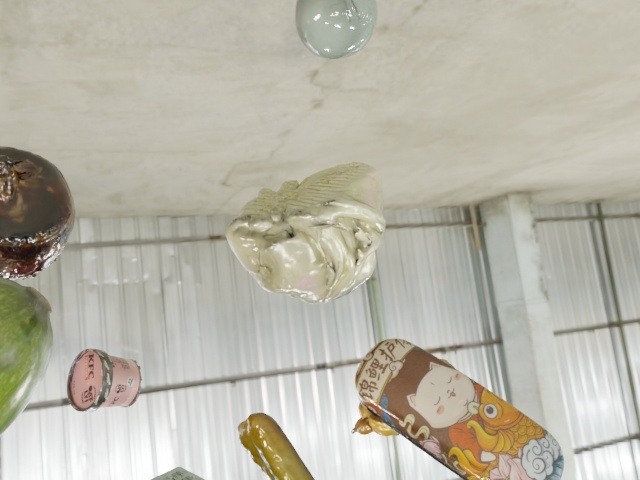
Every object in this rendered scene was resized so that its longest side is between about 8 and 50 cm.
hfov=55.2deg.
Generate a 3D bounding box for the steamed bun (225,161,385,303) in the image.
[{"bbox_3d":[0.000,0.000,1.086,0.267,0.207,0.280,-11,-158,20],"label":"steamed bun"}]

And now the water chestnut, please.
[{"bbox_3d":[-0.738,-0.079,1.412,0.350,0.351,0.302,-1,146,-38],"label":"water chestnut"}]

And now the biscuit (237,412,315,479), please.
[{"bbox_3d":[-0.046,0.282,0.682,0.039,0.174,0.183,-33,169,-34],"label":"biscuit"}]

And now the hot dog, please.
[{"bbox_3d":[0.163,0.279,1.067,0.269,0.109,0.072,-11,131,-34],"label":"hot dog"}]

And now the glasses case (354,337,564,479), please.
[{"bbox_3d":[0.196,0.264,0.901,0.321,0.122,0.082,31,158,21],"label":"glasses case"}]

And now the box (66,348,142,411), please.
[{"bbox_3d":[-0.534,0.353,1.531,0.151,0.151,0.135,-14,157,32],"label":"box"}]

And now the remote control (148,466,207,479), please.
[{"bbox_3d":[-0.320,0.545,1.310,0.103,0.051,0.293,20,174,16],"label":"remote control"}]

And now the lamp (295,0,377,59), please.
[{"bbox_3d":[0.019,-0.275,0.749,0.105,0.105,0.105,-7,171,-1],"label":"lamp"}]

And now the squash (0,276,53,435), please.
[{"bbox_3d":[-0.537,0.197,0.891,0.308,0.310,0.310,-28,170,1],"label":"squash"}]
